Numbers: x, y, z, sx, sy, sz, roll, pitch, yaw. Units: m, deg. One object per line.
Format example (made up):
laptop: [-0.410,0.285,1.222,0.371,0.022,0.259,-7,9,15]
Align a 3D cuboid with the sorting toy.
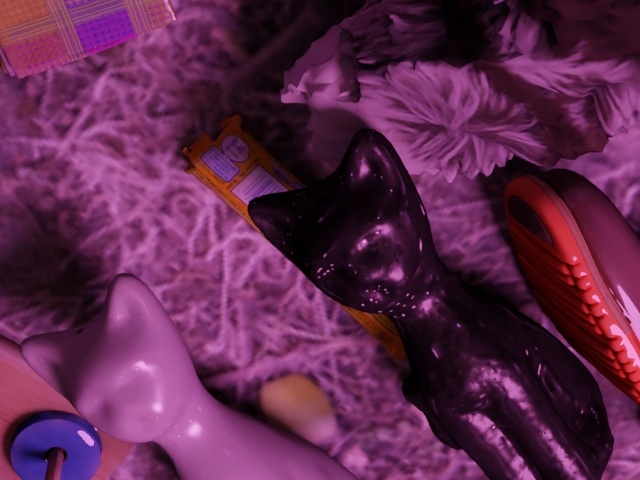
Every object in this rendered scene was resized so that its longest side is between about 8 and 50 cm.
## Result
sorting toy: [-0.187,0.112,0.754,0.274,0.046,0.132,32,111,-19]

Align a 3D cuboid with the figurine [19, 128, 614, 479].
figurine: [-0.005,0.067,0.701,0.215,0.092,0.209,-30,123,16]

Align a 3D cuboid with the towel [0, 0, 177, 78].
towel: [-0.112,-0.110,0.661,0.083,0.009,0.060,-18,117,4]

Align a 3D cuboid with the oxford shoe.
oxford shoe: [0.185,0.046,0.734,0.098,0.097,0.271,-42,122,1]

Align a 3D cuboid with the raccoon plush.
raccoon plush: [0.163,-0.224,0.571,0.446,0.299,0.216,-10,141,37]

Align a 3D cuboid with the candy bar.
candy bar: [0.000,0.000,0.724,0.040,0.018,0.161,-43,113,13]
